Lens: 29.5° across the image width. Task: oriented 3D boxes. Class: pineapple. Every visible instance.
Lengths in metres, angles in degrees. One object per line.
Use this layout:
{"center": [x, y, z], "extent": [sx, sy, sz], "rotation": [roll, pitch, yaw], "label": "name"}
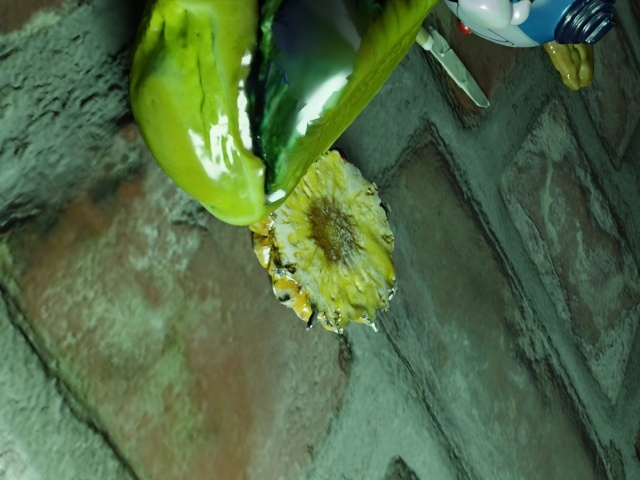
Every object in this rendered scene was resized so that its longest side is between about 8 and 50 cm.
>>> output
{"center": [0.000, 0.000, 1.164], "extent": [0.221, 0.047, 0.221], "rotation": [29, 51, -42], "label": "pineapple"}

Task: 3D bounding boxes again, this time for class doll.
{"center": [0.238, -0.356, 1.499], "extent": [0.284, 0.240, 0.310], "rotation": [52, 20, 23], "label": "doll"}

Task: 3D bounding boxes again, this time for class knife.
{"center": [0.139, -0.244, 1.502], "extent": [0.298, 0.017, 0.047], "rotation": [38, 40, -40], "label": "knife"}

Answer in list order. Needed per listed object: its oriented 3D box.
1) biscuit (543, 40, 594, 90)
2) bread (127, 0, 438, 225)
{"center": [0.374, -0.354, 1.874], "extent": [0.203, 0.041, 0.260], "rotation": [22, 59, -49], "label": "biscuit"}
{"center": [-0.023, -0.192, 1.050], "extent": [0.208, 0.251, 0.376], "rotation": [31, 41, 1], "label": "bread"}
